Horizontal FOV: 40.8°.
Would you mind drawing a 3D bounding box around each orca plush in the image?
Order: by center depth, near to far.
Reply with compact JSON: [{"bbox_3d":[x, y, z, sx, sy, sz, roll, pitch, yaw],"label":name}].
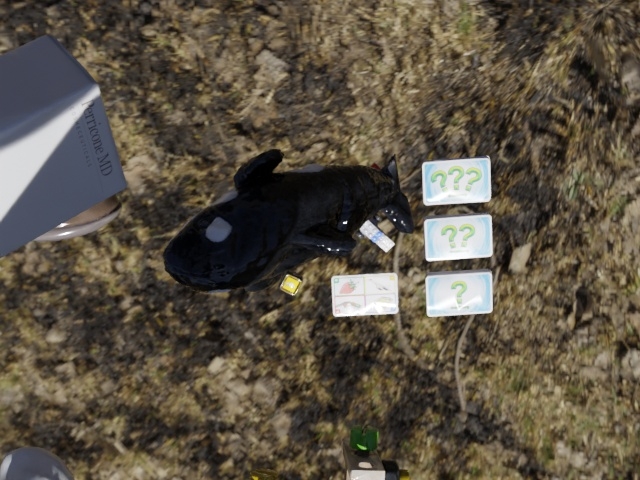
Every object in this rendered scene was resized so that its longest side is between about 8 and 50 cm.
[{"bbox_3d":[0.000,0.000,0.816,0.102,0.287,0.151,37,118,38],"label":"orca plush"}]

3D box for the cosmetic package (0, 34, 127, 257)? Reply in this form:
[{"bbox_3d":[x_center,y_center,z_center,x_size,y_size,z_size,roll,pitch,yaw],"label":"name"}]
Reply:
[{"bbox_3d":[-0.268,-0.044,0.633,0.085,0.231,0.117,44,154,30],"label":"cosmetic package"}]

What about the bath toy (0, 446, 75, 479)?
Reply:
[{"bbox_3d":[-0.462,0.407,1.113,0.348,0.129,0.151,-36,107,12],"label":"bath toy"}]

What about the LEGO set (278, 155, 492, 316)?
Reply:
[{"bbox_3d":[0.072,0.004,0.956,0.244,0.060,0.182,-3,103,0],"label":"LEGO set"}]

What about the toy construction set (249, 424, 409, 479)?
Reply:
[{"bbox_3d":[-0.025,0.337,1.014,0.257,0.309,0.237,14,98,22],"label":"toy construction set"}]

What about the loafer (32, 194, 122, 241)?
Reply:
[{"bbox_3d":[-0.448,-0.097,1.156,0.366,0.134,0.130,12,116,0],"label":"loafer"}]
